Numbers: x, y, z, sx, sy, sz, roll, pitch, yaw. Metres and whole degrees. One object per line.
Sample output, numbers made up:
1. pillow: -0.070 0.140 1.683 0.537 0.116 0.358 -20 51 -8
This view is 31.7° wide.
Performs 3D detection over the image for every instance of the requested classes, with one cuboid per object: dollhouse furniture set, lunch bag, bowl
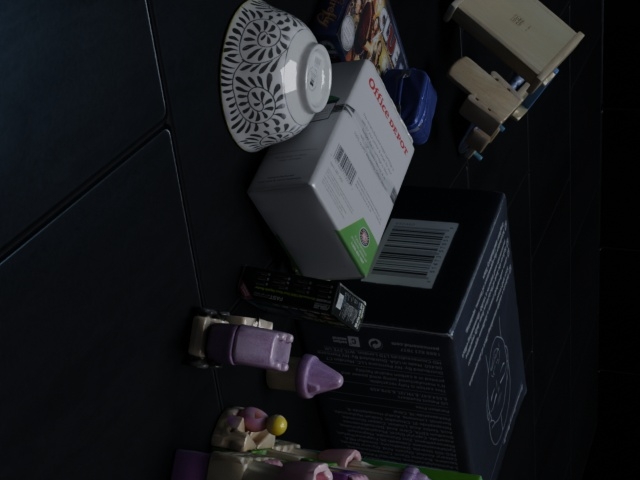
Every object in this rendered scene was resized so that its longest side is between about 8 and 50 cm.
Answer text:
1. dollhouse furniture set: 0.266 -0.276 1.987 0.286 0.198 0.303 -45 172 -27
2. lunch bag: 0.115 -0.185 1.510 0.065 0.067 0.098 47 51 -63
3. bowl: -0.037 -0.179 1.237 0.170 0.080 0.170 6 90 -69

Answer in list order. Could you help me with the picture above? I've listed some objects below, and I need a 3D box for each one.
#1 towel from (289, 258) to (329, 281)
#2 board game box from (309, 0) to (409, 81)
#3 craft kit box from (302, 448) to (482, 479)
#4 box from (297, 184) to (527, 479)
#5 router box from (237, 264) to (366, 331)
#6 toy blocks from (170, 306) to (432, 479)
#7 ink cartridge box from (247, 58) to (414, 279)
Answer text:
1. towel: 0.000 0.000 1.431 0.148 0.027 0.110 -60 142 -45
2. board game box: 0.057 -0.250 1.500 0.243 0.042 0.165 64 38 -52
3. craft kit box: 0.056 0.389 1.381 0.061 0.247 0.250 71 32 -48
4. box: 0.146 0.164 1.595 0.293 0.212 0.395 -61 147 -45
5. router box: -0.021 0.066 1.279 0.092 0.122 0.038 38 64 -64
6. toy blocks: 0.012 0.248 1.220 0.288 0.260 0.308 20 76 -67
7. ink cartridge box: 0.019 -0.085 1.348 0.160 0.093 0.219 59 40 -37
